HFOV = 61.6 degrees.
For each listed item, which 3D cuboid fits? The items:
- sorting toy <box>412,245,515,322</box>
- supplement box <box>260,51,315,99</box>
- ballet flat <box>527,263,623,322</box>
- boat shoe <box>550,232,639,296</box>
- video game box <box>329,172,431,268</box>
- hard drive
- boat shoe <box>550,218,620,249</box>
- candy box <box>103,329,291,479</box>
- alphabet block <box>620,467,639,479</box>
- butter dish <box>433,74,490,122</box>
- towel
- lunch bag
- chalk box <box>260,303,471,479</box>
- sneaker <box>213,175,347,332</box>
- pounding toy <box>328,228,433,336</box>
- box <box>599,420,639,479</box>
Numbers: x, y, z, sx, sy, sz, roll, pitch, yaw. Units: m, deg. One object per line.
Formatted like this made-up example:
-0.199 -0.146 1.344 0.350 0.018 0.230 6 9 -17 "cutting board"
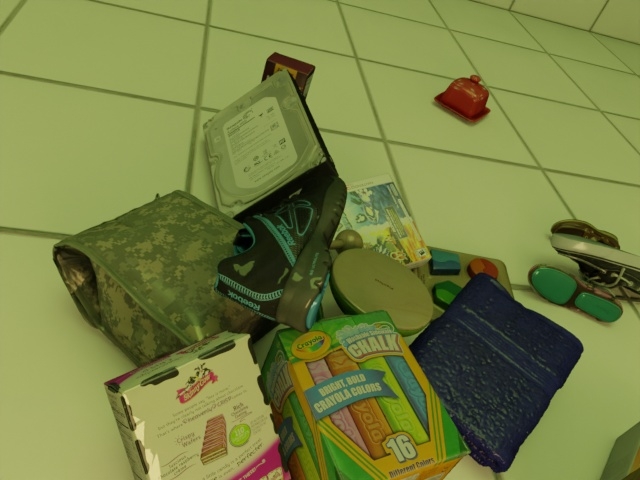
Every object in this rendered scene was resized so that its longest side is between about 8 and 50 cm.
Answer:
0.290 0.122 1.046 0.229 0.041 0.307 14 41 -7 "sorting toy"
-0.093 -0.332 1.271 0.104 0.188 0.081 20 33 0 "supplement box"
0.536 0.105 1.150 0.221 0.077 0.079 24 22 -2 "ballet flat"
0.639 0.065 1.200 0.306 0.105 0.113 16 10 -19 "boat shoe"
0.092 -0.023 1.059 0.187 0.048 0.205 -17 70 -20 "video game box"
-0.117 -0.191 1.097 0.064 0.237 0.339 47 18 -45 "hard drive"
0.650 -0.001 1.307 0.178 0.064 0.060 18 39 -7 "boat shoe"
-0.132 0.242 0.621 0.159 0.071 0.233 -19 99 -37 "candy box"
0.405 0.423 0.649 0.197 0.193 0.192 -22 57 -38 "alphabet block"
0.468 -0.467 1.701 0.160 0.118 0.160 36 44 19 "butter dish"
0.280 0.209 0.903 0.227 0.076 0.308 38 51 21 "towel"
-0.219 0.059 0.815 0.287 0.169 0.235 39 42 14 "lunch bag"
0.024 0.219 0.732 0.179 0.180 0.289 -6 46 -28 "chalk box"
-0.045 -0.017 0.771 0.139 0.125 0.341 17 29 -1 "sneaker"
0.065 0.096 0.908 0.237 0.110 0.183 43 36 24 "pounding toy"
0.517 0.378 0.821 0.130 0.091 0.170 38 44 20 "box"
